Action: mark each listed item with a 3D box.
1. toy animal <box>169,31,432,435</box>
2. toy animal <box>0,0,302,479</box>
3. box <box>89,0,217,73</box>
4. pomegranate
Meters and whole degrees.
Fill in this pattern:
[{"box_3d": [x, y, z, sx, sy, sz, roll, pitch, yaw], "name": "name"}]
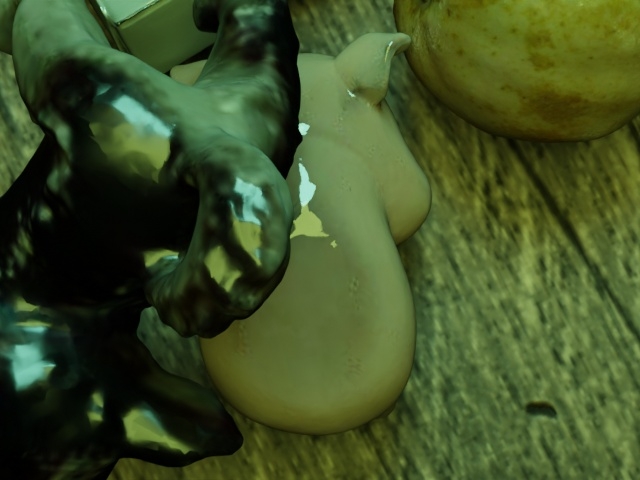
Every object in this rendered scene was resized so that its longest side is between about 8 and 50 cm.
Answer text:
[{"box_3d": [-0.011, -0.001, 1.242, 0.166, 0.154, 0.250, -5, 80, 9], "name": "toy animal"}, {"box_3d": [-0.132, 0.028, 1.107, 0.194, 0.302, 0.344, 12, 119, -30], "name": "toy animal"}, {"box_3d": [-0.048, -0.272, 1.284, 0.299, 0.106, 0.200, -32, 73, -4], "name": "box"}, {"box_3d": [0.145, -0.162, 1.231, 0.207, 0.207, 0.207, 0, 83, 1], "name": "pomegranate"}]
